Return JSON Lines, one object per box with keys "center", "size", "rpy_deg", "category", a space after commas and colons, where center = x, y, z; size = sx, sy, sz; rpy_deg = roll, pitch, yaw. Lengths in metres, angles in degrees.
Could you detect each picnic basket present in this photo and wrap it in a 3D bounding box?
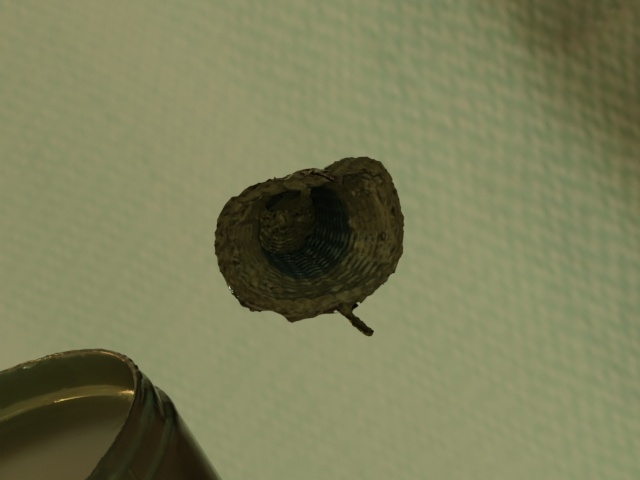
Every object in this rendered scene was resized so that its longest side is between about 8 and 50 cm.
{"center": [0.000, 0.000, 0.767], "size": [0.083, 0.083, 0.065], "rpy_deg": [19, 121, 63], "category": "picnic basket"}

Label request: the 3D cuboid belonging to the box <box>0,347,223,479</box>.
{"center": [-0.115, 0.160, 0.639], "size": [0.226, 0.226, 0.149], "rpy_deg": [-9, 117, 52], "category": "box"}
